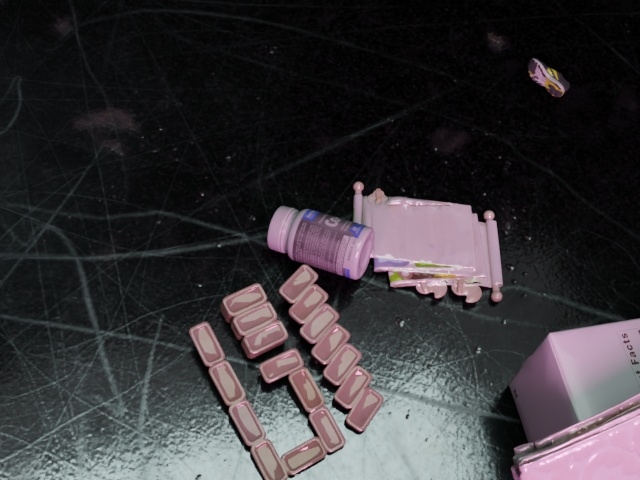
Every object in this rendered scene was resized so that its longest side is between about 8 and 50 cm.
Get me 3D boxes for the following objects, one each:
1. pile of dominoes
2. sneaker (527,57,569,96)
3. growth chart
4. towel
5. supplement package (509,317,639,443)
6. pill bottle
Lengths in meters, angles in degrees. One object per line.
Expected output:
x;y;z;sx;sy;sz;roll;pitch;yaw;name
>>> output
-0.044;0.175;1.194;0.196;0.040;0.251;-25;75;-19;pile of dominoes
0.380;-0.272;1.479;0.035;0.031;0.083;-27;71;-34;sneaker
0.154;0.005;1.304;0.237;0.021;0.171;11;61;-1;growth chart
0.395;0.308;1.007;0.317;0.331;0.053;-22;22;-4;towel
0.423;0.208;1.135;0.293;0.177;0.175;-8;62;-10;supplement package
0.000;0.000;1.250;0.137;0.078;0.078;17;61;15;pill bottle
